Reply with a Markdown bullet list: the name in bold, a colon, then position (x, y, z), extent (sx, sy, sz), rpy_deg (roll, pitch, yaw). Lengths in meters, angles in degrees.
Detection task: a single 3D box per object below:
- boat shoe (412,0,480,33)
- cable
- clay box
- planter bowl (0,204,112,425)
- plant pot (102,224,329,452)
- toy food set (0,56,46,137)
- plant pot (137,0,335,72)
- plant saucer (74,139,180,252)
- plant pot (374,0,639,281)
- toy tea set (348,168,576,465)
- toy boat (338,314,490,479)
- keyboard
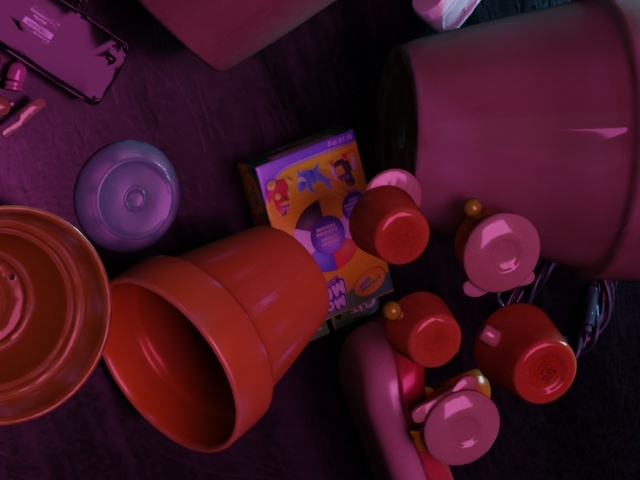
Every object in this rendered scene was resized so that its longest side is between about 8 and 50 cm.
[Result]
- **boat shoe**: position (0.177, -0.309, 2.015), extent (0.063, 0.066, 0.184), rpy_deg (43, 74, -42)
- **cable**: position (0.296, 0.071, 2.148), extent (0.184, 0.047, 0.150), rpy_deg (-37, 114, -20)
- **clay box**: position (0.000, 0.000, 1.968), extent (0.127, 0.053, 0.222), rpy_deg (-23, 108, -24)
- **planter bowl**: position (-0.323, 0.067, 1.776), extent (0.217, 0.090, 0.217), rpy_deg (-5, 101, -28)
- **plant pot**: position (-0.097, 0.082, 1.857), extent (0.188, 0.205, 0.205), rpy_deg (-37, 114, -36)
- **toy food set**: position (-0.331, -0.165, 1.778), extent (0.078, 0.019, 0.122), rpy_deg (-42, 108, -18)
- **plant pot**: position (-0.073, -0.295, 1.788), extent (0.229, 0.263, 0.263), rpy_deg (-47, 118, 4)
- **plant saucer**: position (-0.196, -0.044, 1.869), extent (0.119, 0.021, 0.119), rpy_deg (-5, 101, -29)
- **plant pot**: position (0.215, -0.118, 1.951), extent (0.280, 0.323, 0.323), rpy_deg (1, 98, -13)
- **toy tea set**: position (0.141, 0.061, 1.889), extent (0.200, 0.124, 0.336), rpy_deg (-25, 115, -10)
- **toy boat**: position (0.118, 0.184, 1.997), extent (0.151, 0.151, 0.231), rpy_deg (-23, 110, -11)
- **keyboard**: position (-0.277, -0.224, 1.791), extent (0.192, 0.038, 0.100), rpy_deg (34, 89, -24)
